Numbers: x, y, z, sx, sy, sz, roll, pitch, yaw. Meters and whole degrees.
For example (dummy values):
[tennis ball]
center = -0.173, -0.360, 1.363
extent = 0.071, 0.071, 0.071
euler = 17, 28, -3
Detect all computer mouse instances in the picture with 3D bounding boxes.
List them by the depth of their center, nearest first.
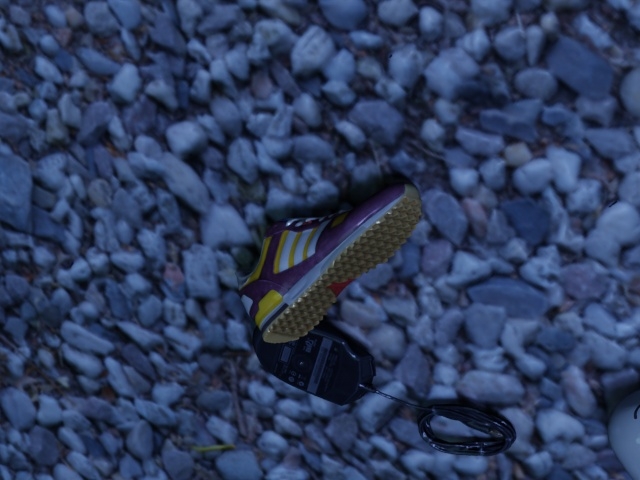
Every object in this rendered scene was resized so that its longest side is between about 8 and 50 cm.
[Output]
[computer mouse]
center = 0.055, 0.121, 1.527
extent = 0.242, 0.041, 0.071
euler = 24, 124, 6

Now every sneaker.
[sneaker]
center = 0.000, 0.000, 1.463
extent = 0.185, 0.070, 0.084
euler = -43, 61, 20

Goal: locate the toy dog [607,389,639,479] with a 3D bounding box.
[toy dog]
center = 0.345, 0.267, 1.354
extent = 0.334, 0.220, 0.161
euler = 36, 163, -3
